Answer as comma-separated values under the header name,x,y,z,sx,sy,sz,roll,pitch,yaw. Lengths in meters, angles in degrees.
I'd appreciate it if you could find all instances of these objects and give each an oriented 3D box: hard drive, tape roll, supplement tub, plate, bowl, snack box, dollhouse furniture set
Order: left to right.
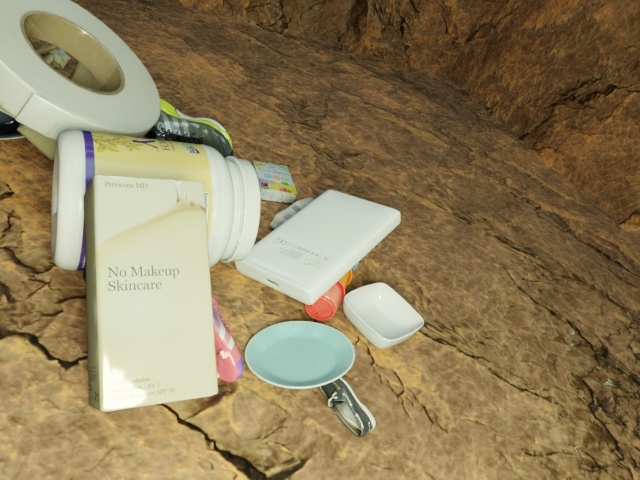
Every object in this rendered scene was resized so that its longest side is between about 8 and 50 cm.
name,x,y,z,sx,sy,sz,roll,pitch,yaw
tape roll,-0.495,-0.341,1.038,0.392,0.072,0.392,40,27,-25
dollhouse furniture set,-0.532,-0.314,1.186,0.161,0.212,0.242,-11,51,22
supplement tub,-0.301,-0.064,0.969,0.331,0.241,0.241,2,38,-30
snack box,-0.125,-0.155,1.400,0.100,0.037,0.141,9,34,-23
plate,-0.035,0.198,0.911,0.188,0.024,0.188,2,24,-1
hard drive,0.000,0.000,1.116,0.203,0.040,0.307,21,44,34
bowl,0.121,0.158,1.077,0.142,0.053,0.142,-13,46,-44

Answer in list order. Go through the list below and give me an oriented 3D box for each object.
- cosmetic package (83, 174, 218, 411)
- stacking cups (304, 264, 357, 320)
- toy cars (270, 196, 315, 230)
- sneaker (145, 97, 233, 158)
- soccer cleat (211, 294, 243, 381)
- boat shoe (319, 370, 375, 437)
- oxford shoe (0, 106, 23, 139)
name,x,y,z,sx,sy,sz,roll,pitch,yaw
cosmetic package,-0.247,0.073,0.764,0.160,0.113,0.309,-1,80,-31
stacking cups,0.042,0.049,1.148,0.096,0.096,0.316,23,32,0
toy cars,-0.122,-0.081,1.248,0.393,0.087,0.176,11,34,-18
sneaker,-0.367,-0.268,1.377,0.300,0.111,0.121,22,42,10
soccer cleat,-0.194,0.134,0.899,0.248,0.083,0.095,40,31,30
boat shoe,0.035,0.268,0.872,0.125,0.046,0.038,47,34,21
oxford shoe,-0.793,-0.263,1.062,0.397,0.140,0.146,-15,55,-42
